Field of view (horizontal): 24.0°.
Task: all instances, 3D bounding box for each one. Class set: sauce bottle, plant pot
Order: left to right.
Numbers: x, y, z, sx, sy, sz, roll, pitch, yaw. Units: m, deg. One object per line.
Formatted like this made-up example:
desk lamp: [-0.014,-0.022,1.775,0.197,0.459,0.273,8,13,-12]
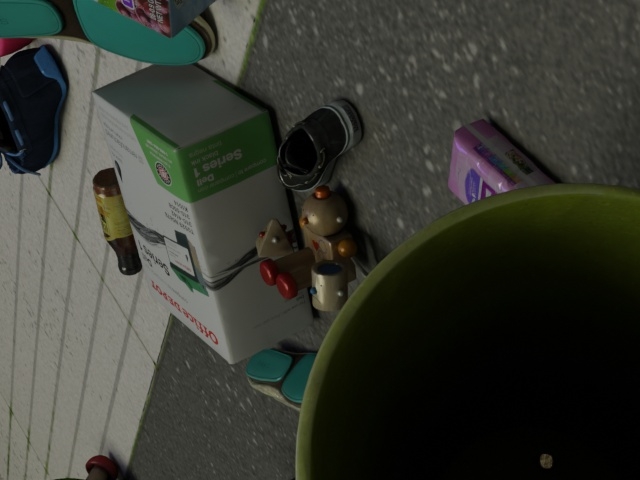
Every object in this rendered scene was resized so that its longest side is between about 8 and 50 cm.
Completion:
sauce bottle: [-0.214,-0.017,1.610,0.042,0.042,0.128,39,146,43]
plant pot: [0.128,0.143,0.832,0.274,0.275,0.293,57,172,14]

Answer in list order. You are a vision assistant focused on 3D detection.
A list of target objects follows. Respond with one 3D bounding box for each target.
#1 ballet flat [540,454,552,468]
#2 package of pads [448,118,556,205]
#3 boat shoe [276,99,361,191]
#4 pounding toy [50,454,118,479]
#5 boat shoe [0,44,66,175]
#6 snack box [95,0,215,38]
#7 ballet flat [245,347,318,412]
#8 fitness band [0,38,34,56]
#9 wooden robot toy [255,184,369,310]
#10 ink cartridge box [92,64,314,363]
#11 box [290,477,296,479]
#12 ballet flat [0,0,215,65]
ballet flat: [0.180,0.212,0.995,0.206,0.067,0.073,48,153,32]
package of pads: [0.113,-0.030,0.918,0.083,0.032,0.050,47,155,33]
boat shoe: [-0.012,-0.067,1.130,0.049,0.040,0.142,60,157,6]
pounding toy: [-0.305,0.405,2.225,0.237,0.110,0.183,29,139,4]
boat shoe: [-0.354,-0.145,1.704,0.109,0.089,0.258,56,156,15]
snack box: [-0.179,-0.272,1.147,0.207,0.070,0.174,29,144,23]
ballet flat: [-0.012,0.129,1.350,0.052,0.057,0.168,41,169,-23]
fitness band: [-0.402,-0.312,1.672,0.291,0.054,0.209,32,143,52]
wooden robot toy: [0.000,0.000,1.149,0.173,0.076,0.079,33,132,49]
ink cartridge box: [-0.099,-0.026,1.291,0.160,0.093,0.219,34,144,49]
box: [-0.061,0.337,1.460,0.153,0.207,0.108,59,157,8]
ballet flat: [-0.199,-0.207,1.264,0.248,0.086,0.086,10,137,11]
